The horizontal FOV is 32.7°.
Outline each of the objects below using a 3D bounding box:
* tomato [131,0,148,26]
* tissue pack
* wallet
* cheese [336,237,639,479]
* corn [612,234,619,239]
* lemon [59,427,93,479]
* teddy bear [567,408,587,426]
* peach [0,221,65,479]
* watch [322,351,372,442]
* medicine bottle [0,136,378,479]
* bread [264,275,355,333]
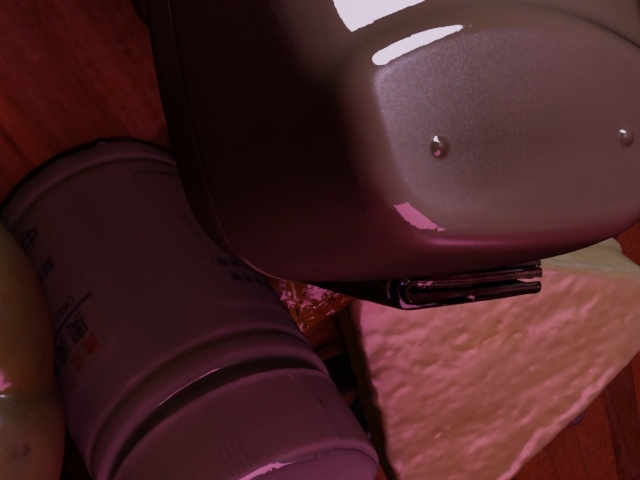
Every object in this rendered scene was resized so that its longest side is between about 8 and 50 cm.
[{"bbox_3d":[-0.100,-0.183,0.763,0.075,0.087,0.087,-13,152,26],"label":"tomato"},{"bbox_3d":[0.032,-0.170,0.650,0.267,0.277,0.387,-7,91,-32],"label":"tissue pack"},{"bbox_3d":[0.049,0.019,0.818,0.124,0.230,0.042,-3,94,-26],"label":"wallet"},{"bbox_3d":[0.204,0.108,1.194,0.384,0.104,0.384,-9,119,-17],"label":"cheese"},{"bbox_3d":[0.322,-0.048,1.257,0.097,0.097,0.320,-1,134,-39],"label":"corn"},{"bbox_3d":[-0.172,0.283,1.003,0.364,0.364,0.364,-23,142,-19],"label":"lemon"},{"bbox_3d":[0.219,0.236,1.436,0.267,0.151,0.236,-41,151,-3],"label":"teddy bear"},{"bbox_3d":[-0.300,0.094,0.740,0.247,0.292,0.292,-31,145,-23],"label":"peach"},{"bbox_3d":[0.009,0.208,1.302,0.193,0.068,0.206,10,127,-49],"label":"watch"},{"bbox_3d":[-0.112,0.093,0.842,0.190,0.332,0.190,-23,142,-19],"label":"medicine bottle"},{"bbox_3d":[0.000,0.000,1.000,0.172,0.132,0.103,-34,-172,-2],"label":"bread"}]
